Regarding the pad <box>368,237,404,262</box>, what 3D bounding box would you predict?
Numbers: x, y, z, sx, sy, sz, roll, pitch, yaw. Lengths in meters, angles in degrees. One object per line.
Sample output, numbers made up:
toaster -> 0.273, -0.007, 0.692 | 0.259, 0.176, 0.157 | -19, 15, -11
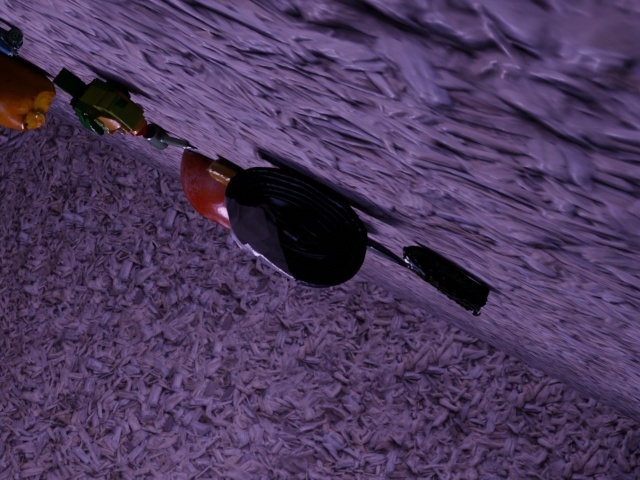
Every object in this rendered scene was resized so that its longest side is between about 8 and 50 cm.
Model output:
pad -> 0.143, 0.019, 2.049 | 0.181, 0.004, 0.267 | 26, 175, 37

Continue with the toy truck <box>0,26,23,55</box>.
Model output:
toy truck -> -0.667, -0.411, 1.553 | 0.154, 0.078, 0.080 | 30, 175, -20

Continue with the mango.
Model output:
mango -> -0.872, -0.430, 2.181 | 0.350, 0.201, 0.199 | 35, 143, 26

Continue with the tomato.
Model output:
tomato -> -0.251, -0.108, 2.173 | 0.338, 0.144, 0.338 | 29, 179, 1

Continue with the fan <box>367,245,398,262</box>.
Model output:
fan -> 0.141, 0.029, 2.099 | 0.113, 0.005, 0.175 | 29, 175, -25

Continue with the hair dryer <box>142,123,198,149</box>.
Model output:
hair dryer -> -0.366, -0.243, 1.949 | 0.150, 0.047, 0.071 | 20, 172, 22

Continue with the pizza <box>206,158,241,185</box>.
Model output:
pizza -> -0.223, -0.161, 1.942 | 0.134, 0.046, 0.175 | 25, 175, 37

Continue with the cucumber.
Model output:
cucumber -> 0.255, 0.079, 1.586 | 0.245, 0.067, 0.067 | 32, 175, -32

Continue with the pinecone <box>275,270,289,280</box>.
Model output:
pinecone -> -0.052, 0.031, 2.220 | 0.208, 0.208, 0.208 | 28, 176, 2

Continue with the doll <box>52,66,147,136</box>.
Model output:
doll -> -0.423, -0.264, 1.554 | 0.186, 0.106, 0.134 | 26, 164, 31

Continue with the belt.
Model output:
belt -> -0.046, -0.025, 1.490 | 0.289, 0.184, 0.164 | 33, -178, 5
